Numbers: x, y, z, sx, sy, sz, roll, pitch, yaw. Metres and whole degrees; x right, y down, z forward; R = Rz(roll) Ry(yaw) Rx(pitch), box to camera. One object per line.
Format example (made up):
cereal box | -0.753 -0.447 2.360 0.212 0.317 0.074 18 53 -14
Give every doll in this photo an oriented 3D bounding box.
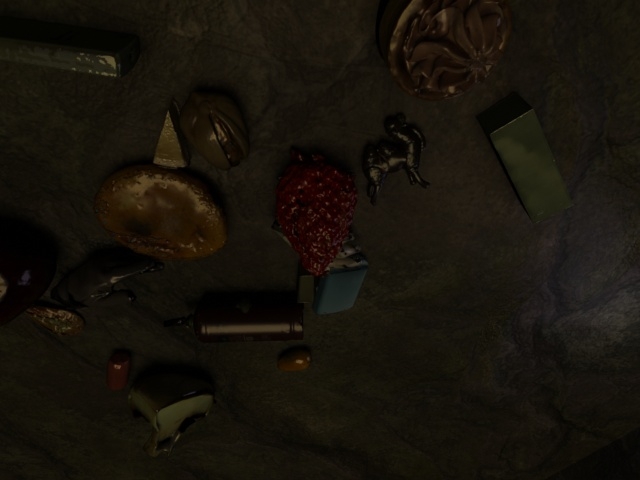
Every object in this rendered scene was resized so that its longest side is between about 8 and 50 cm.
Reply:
doll | 0.144 -0.162 0.836 0.139 0.057 0.165 -14 122 10

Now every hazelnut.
hazelnut | -0.686 0.088 0.878 0.234 0.218 0.218 -13 131 6

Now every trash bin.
trash bin | -0.037 0.102 1.043 0.043 0.061 0.092 0 130 -6

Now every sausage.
sausage | -0.597 0.389 1.240 0.062 0.062 0.154 13 129 -16

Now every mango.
mango | -0.080 0.366 1.272 0.114 0.057 0.079 -20 137 16

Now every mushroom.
mushroom | -0.467 0.510 1.327 0.217 0.212 0.292 -25 133 -45

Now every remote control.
remote control | -0.429 -0.294 0.624 0.286 0.123 0.038 3 128 -10

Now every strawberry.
strawberry | -0.022 -0.053 0.811 0.175 0.228 0.098 15 172 2

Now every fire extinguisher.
fire extinguisher | -0.211 0.203 1.071 0.338 0.114 0.135 -1 172 -4

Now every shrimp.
shrimp | -0.697 0.194 1.080 0.091 0.043 0.184 -35 132 14

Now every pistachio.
pistachio | -0.185 -0.193 0.749 0.113 0.113 0.149 -11 136 4

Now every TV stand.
TV stand | 0.415 -0.159 0.846 0.088 0.082 0.269 -29 128 22

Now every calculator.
calculator | 0.048 0.118 1.061 0.121 0.039 0.210 -6 134 -23

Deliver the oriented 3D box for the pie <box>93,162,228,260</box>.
pie | -0.327 -0.047 0.881 0.274 0.069 0.273 -1 130 -2

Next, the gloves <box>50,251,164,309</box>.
gloves | -0.491 0.097 0.956 0.286 0.142 0.119 -19 156 10

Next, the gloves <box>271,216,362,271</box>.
gloves | 0.001 0.000 0.920 0.212 0.111 0.127 33 99 -2

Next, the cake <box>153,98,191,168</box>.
cake | -0.279 -0.195 0.768 0.065 0.052 0.121 1 132 -3

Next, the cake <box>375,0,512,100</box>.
cake | 0.188 -0.303 0.638 0.208 0.178 0.185 19 127 -17
